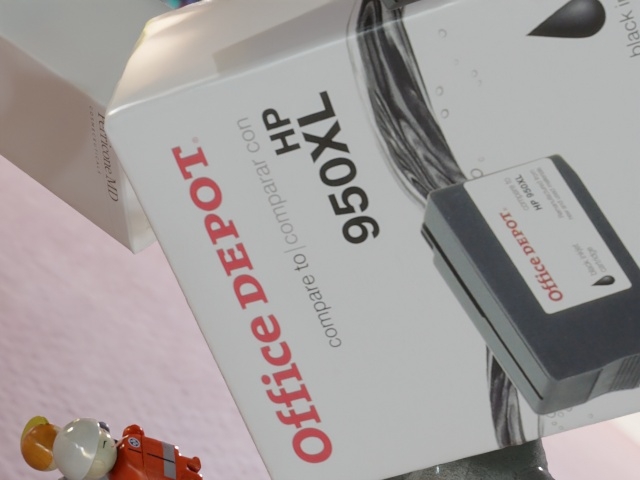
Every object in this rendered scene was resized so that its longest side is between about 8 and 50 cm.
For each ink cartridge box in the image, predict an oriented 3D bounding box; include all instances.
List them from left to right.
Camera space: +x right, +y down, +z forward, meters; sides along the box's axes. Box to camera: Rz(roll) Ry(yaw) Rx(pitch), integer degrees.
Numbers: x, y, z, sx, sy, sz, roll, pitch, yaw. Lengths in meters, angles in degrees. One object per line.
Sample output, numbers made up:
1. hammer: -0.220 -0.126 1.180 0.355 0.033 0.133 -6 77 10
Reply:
1. ink cartridge box: 0.112 -0.039 0.916 0.166 0.395 0.285 -82 152 -62

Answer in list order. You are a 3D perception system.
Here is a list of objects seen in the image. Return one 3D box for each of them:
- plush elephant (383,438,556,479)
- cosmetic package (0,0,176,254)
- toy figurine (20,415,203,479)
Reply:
1. plush elephant: 0.090 0.269 1.416 0.272 0.255 0.330 18 32 -2
2. cosmetic package: -0.260 -0.173 1.565 0.365 0.155 0.197 34 -36 32
3. toy figurine: -0.230 0.272 1.464 0.148 0.213 0.209 22 -12 -26
